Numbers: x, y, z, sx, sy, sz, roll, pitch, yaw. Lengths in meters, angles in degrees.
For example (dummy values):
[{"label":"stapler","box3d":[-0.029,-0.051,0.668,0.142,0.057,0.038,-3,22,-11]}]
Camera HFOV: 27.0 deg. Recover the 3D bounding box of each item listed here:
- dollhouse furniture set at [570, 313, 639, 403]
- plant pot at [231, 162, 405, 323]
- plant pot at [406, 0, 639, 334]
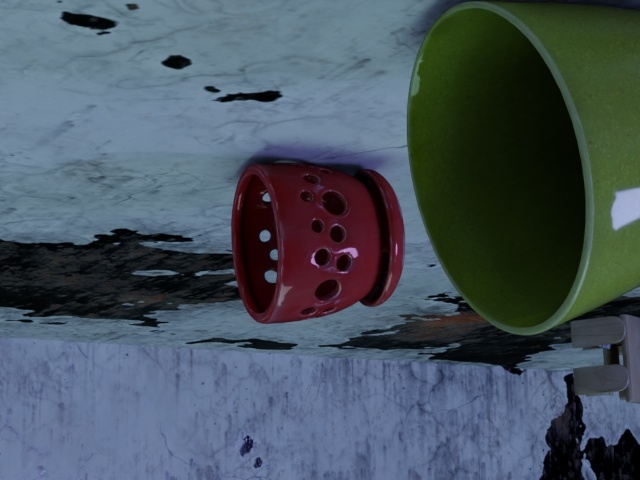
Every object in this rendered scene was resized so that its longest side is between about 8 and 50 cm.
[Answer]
[{"label":"dollhouse furniture set","box3d":[0.518,0.136,2.125,0.161,0.242,0.212,-10,165,36]},{"label":"plant pot","box3d":[0.000,0.000,1.597,0.174,0.191,0.191,-3,169,-19]},{"label":"plant pot","box3d":[0.268,-0.084,1.143,0.293,0.275,0.275,-12,173,-23]}]
